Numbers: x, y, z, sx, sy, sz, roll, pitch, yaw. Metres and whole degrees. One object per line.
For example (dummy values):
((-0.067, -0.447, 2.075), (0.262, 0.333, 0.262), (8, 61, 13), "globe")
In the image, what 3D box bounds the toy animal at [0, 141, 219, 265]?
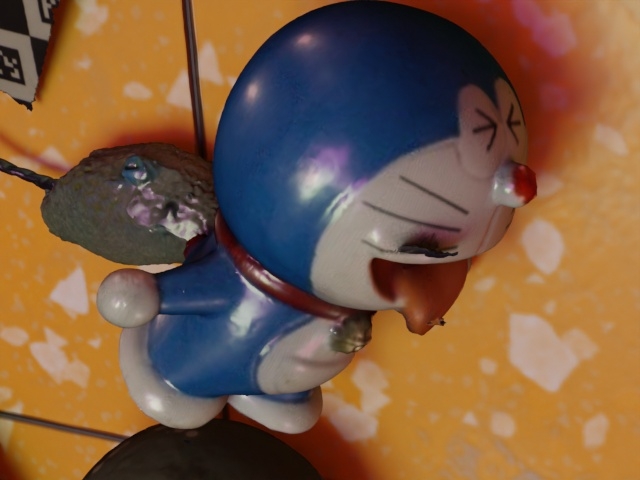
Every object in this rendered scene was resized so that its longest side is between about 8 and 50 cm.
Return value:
((-0.154, -0.041, 0.878), (0.253, 0.070, 0.079), (21, 104, 23), "toy animal")

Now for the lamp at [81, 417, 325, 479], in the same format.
((-0.083, 0.240, 0.914), (0.182, 0.182, 0.314), (32, 142, 13), "lamp")

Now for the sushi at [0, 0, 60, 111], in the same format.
((-0.247, -0.252, 0.849), (0.290, 0.050, 0.264), (36, 137, 8), "sushi")

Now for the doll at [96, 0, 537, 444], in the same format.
((0.000, 0.000, 0.737), (0.161, 0.215, 0.257), (51, 125, 32), "doll")
